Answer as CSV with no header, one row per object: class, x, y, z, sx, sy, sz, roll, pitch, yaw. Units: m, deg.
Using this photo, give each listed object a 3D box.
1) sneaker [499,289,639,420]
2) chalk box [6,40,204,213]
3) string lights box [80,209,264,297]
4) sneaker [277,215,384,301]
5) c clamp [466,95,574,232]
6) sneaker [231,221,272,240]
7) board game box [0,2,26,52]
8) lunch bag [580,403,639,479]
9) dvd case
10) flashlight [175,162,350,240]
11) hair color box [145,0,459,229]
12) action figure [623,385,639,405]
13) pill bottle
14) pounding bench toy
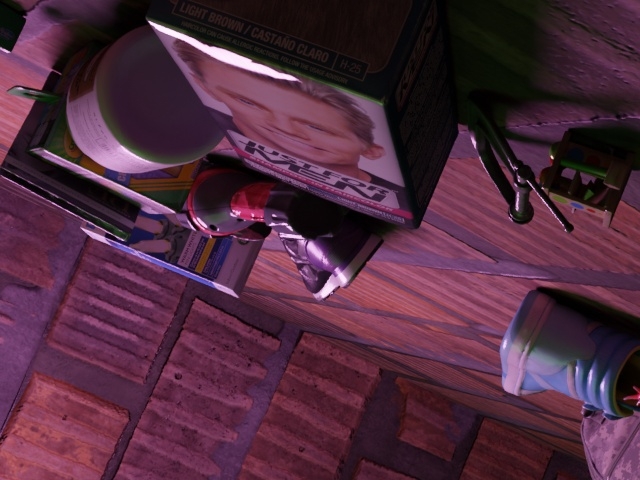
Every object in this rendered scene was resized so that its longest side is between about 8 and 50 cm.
sneaker,0.359,0.182,1.794,0.208,0.127,0.319,25,173,18
chalk box,-0.238,-0.131,1.460,0.213,0.132,0.132,27,172,-20
string lights box,-0.222,-0.023,2.046,0.260,0.133,0.077,21,172,8
sneaker,0.000,0.000,1.825,0.124,0.107,0.283,38,167,-2
c clamp,0.153,-0.051,1.072,0.137,0.022,0.160,58,180,8
sneaker,-0.145,-0.058,1.921,0.178,0.072,0.077,28,-174,10
board game box,-0.491,-0.281,1.482,0.213,0.046,0.317,31,169,-37
lunch bag,0.580,0.353,2.075,0.305,0.212,0.256,27,-173,-18
dvd case,-0.277,-0.106,1.574,0.165,0.018,0.221,29,-146,-14
flashlight,-0.084,-0.045,1.680,0.103,0.103,0.304,31,170,-27
hair color box,0.003,-0.119,0.998,0.174,0.105,0.347,21,170,12
action figure,0.477,0.172,1.551,0.280,0.091,0.139,27,158,-22
pill bottle,-0.176,-0.132,1.288,0.131,0.131,0.229,26,170,-20
pounding bench toy,0.207,-0.053,1.041,0.065,0.052,0.083,21,171,13
